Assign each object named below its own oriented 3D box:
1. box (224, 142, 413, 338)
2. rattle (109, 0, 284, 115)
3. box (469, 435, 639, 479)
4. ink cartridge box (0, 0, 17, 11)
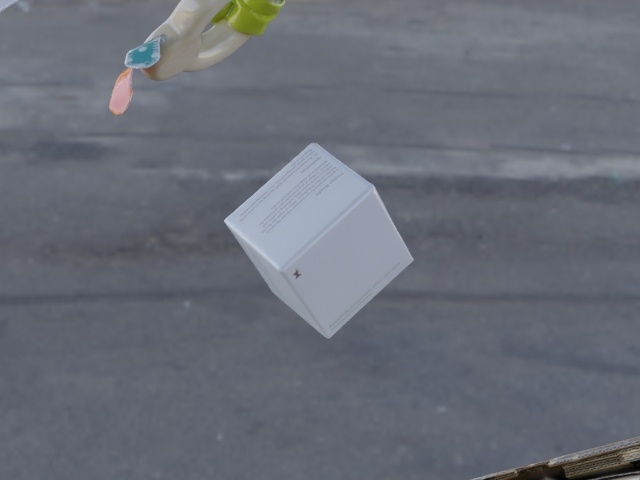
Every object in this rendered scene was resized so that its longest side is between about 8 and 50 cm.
[{"bbox_3d":[0.000,0.000,1.190,0.101,0.102,0.087,-42,45,-10],"label":"box"},{"bbox_3d":[-0.133,-0.206,1.247,0.200,0.142,0.130,-34,2,-25],"label":"rattle"},{"bbox_3d":[0.182,0.087,0.644,0.164,0.021,0.201,-22,-15,35],"label":"box"},{"bbox_3d":[-0.201,-0.123,0.619,0.179,0.145,0.045,-37,-6,-15],"label":"ink cartridge box"}]
